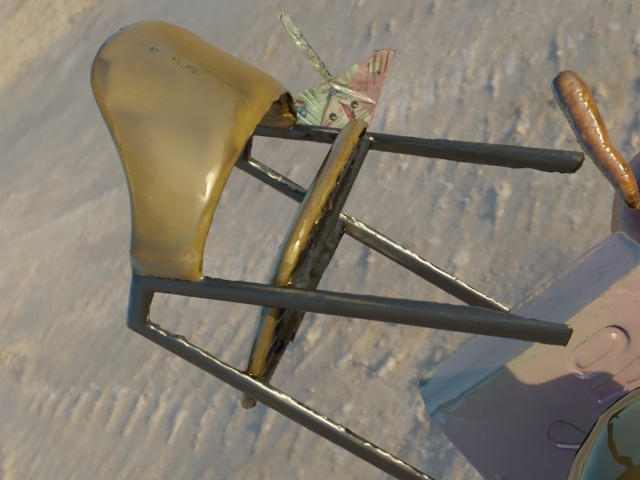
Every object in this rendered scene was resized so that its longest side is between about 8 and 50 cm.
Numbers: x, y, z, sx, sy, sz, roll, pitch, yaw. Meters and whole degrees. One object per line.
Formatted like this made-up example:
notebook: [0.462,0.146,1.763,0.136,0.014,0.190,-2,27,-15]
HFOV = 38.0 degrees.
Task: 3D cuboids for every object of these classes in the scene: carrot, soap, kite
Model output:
carrot: [0.284,-0.102,0.956,0.036,0.165,0.035,-26,-6,-3]
soap: [0.302,0.186,1.002,0.285,0.296,0.107,-40,14,12]
kite: [0.010,-0.160,0.911,0.137,0.152,0.005,-25,19,5]

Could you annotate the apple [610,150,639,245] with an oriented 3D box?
apple: [0.522,-0.045,1.294,0.201,0.218,0.218,-7,56,53]

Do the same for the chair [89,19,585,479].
chair: [0.000,0.000,0.496,0.158,0.247,0.172,-65,-9,-49]

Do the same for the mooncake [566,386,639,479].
mooncake: [0.340,0.226,0.559,0.262,0.467,0.467,12,72,54]
